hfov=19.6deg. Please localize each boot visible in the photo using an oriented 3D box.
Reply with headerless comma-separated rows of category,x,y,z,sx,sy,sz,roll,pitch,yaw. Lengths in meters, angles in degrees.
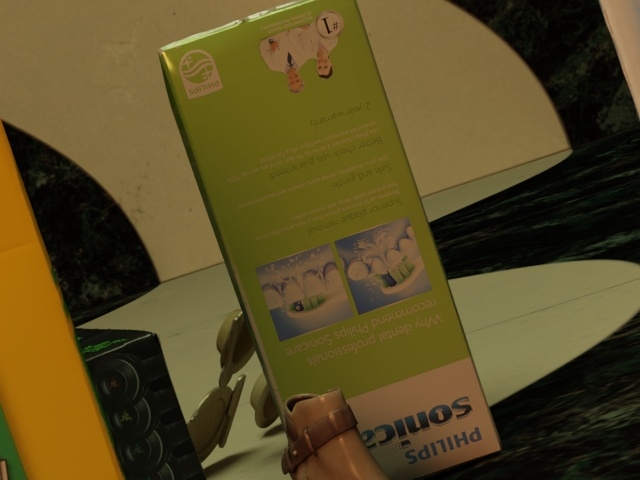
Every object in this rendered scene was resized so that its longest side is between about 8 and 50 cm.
boot,0.017,0.117,0.934,0.042,0.087,0.118,-20,5,-30

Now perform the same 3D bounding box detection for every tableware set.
tableware set,-0.045,0.086,1.313,0.020,0.141,0.169,24,28,20

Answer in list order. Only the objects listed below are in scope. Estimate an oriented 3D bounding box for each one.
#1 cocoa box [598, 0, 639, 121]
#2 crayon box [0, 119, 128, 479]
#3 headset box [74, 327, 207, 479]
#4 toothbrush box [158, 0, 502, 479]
cocoa box,0.236,-0.056,0.526,0.228,0.347,0.231,-16,7,35
crayon box,-0.277,0.109,0.812,0.363,0.313,0.106,-20,5,-10
headset box,-0.225,0.155,1.148,0.283,0.131,0.246,-21,6,-21
toothbrush box,0.000,0.000,1.136,0.122,0.283,0.206,-20,6,-3
